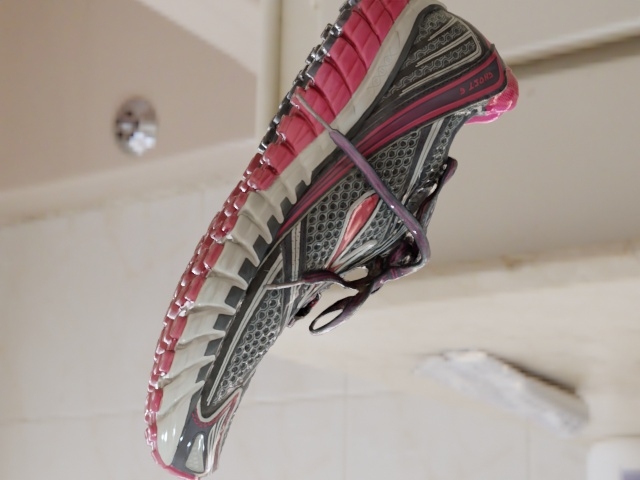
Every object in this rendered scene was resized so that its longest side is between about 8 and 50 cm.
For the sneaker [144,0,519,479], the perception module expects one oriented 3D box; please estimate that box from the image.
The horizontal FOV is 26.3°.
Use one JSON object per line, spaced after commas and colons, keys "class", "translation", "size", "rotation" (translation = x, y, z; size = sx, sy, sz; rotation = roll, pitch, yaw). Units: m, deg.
{"class": "sneaker", "translation": [0.000, 0.000, 0.741], "size": [0.112, 0.299, 0.121], "rotation": [31, 176, -7]}
